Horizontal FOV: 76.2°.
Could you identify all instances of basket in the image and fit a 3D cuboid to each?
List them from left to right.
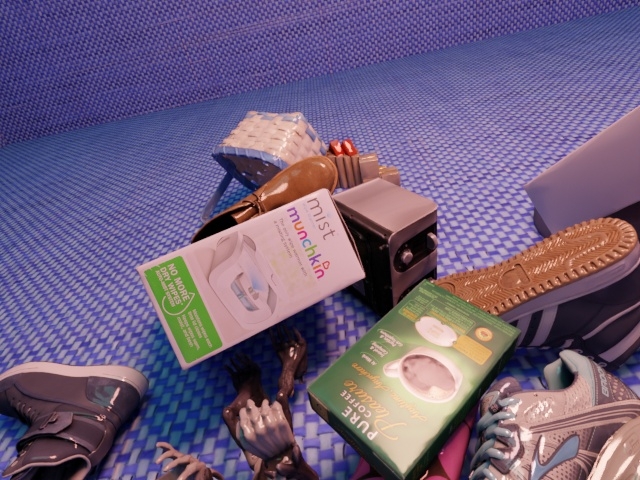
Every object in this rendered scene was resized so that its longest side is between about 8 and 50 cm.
[{"bbox_3d":[-0.126,-0.135,0.909,0.254,0.201,0.289,19,72,37],"label":"basket"}]

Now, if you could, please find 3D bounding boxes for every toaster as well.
[{"bbox_3d":[0.087,0.013,0.610,0.110,0.168,0.185,-26,35,-23],"label":"toaster"}]

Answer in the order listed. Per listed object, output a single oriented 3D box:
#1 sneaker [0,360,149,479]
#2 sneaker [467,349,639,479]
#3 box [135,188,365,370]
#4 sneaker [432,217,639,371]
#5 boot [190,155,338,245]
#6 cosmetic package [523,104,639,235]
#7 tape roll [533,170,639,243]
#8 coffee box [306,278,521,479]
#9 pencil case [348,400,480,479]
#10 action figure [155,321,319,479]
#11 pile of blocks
[{"bbox_3d":[-0.353,0.235,0.501,0.226,0.086,0.163,-6,30,10],"label":"sneaker"},{"bbox_3d":[0.162,0.190,0.334,0.283,0.110,0.122,-21,58,-28],"label":"sneaker"},{"bbox_3d":[-0.105,0.043,0.566,0.231,0.127,0.262,-24,3,-19],"label":"box"},{"bbox_3d":[0.241,0.099,0.490,0.282,0.153,0.099,-29,27,27],"label":"sneaker"},{"bbox_3d":[-0.099,-0.051,0.740,0.305,0.112,0.115,-35,-6,7],"label":"boot"},{"bbox_3d":[0.489,-0.149,0.484,0.377,0.284,0.097,-22,75,-14],"label":"cosmetic package"},{"bbox_3d":[0.470,-0.058,0.662,0.219,0.072,0.219,-9,32,6],"label":"tape roll"},{"bbox_3d":[0.090,0.122,0.384,0.184,0.040,0.113,-36,47,-30],"label":"coffee box"},{"bbox_3d":[0.092,0.191,0.401,0.098,0.095,0.209,23,45,17],"label":"pencil case"},{"bbox_3d":[-0.069,0.210,0.378,0.164,0.141,0.276,-29,29,14],"label":"action figure"},{"bbox_3d":[0.040,-0.207,1.013,0.362,0.113,0.149,13,41,35],"label":"pile of blocks"}]
